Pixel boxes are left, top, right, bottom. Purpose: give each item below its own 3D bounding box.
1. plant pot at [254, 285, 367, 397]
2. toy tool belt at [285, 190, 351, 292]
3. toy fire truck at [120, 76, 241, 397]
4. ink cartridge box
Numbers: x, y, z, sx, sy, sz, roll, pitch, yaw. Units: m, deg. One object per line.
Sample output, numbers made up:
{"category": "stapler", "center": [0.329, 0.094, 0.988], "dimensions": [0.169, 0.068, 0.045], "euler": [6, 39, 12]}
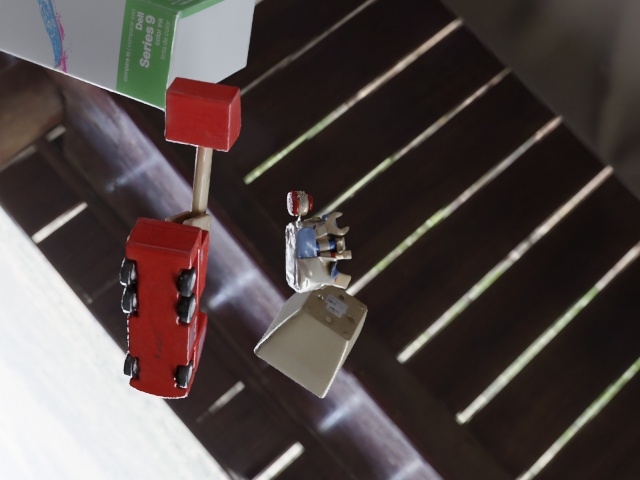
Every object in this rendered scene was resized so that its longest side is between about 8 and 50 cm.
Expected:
{"category": "plant pot", "center": [-0.002, 0.114, 1.301], "dimensions": [0.109, 0.109, 0.096], "euler": [34, 132, -1]}
{"category": "toy tool belt", "center": [0.000, 0.000, 0.808], "dimensions": [0.052, 0.051, 0.083], "euler": [-148, 56, -66]}
{"category": "toy fire truck", "center": [-0.096, 0.000, 0.706], "dimensions": [0.047, 0.135, 0.192], "euler": [10, 130, 4]}
{"category": "ink cartridge box", "center": [-0.184, -0.206, 0.894], "dimensions": [0.213, 0.154, 0.093], "euler": [20, 120, 15]}
